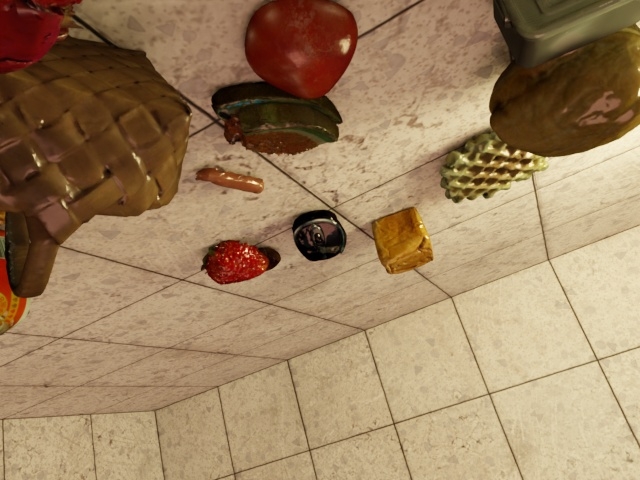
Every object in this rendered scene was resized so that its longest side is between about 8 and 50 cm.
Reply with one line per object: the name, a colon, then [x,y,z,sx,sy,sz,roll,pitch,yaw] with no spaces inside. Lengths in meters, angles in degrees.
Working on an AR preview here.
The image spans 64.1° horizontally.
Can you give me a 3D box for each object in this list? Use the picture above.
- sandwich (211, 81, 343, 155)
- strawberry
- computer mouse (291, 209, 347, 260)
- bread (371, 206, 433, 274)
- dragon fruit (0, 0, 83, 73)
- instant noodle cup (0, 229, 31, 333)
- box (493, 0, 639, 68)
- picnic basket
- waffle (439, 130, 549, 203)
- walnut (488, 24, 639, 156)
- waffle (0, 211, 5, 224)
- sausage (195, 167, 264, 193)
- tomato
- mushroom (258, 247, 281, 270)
sandwich: [-0.081,-0.198,0.884,0.159,0.079,0.235,-33,153,34]
strawberry: [-0.223,0.071,1.361,0.187,0.082,0.146,2,142,-21]
computer mouse: [0.000,0.000,1.373,0.137,0.096,0.233,-19,158,6]
bread: [0.238,0.005,1.495,0.158,0.143,0.149,-25,156,10]
dragon fruit: [-0.288,-0.249,0.311,0.329,0.329,0.329,-14,157,-6]
instant noodle cup: [-0.703,0.074,0.876,0.294,0.294,0.308,-26,163,21]
box: [0.364,-0.362,0.730,0.243,0.163,0.135,-23,166,12]
picnic basket: [-0.350,-0.084,0.630,0.337,0.293,0.337,-20,135,-21]
waffle: [0.440,-0.194,1.283,0.292,0.056,0.309,-23,156,15]
walnut: [0.445,-0.266,0.906,0.283,0.227,0.283,-5,161,-2]
waffle: [-0.517,-0.068,0.919,0.194,0.051,0.149,4,151,-40]
sausage: [-0.181,-0.122,1.046,0.158,0.036,0.042,7,136,-43]
tomato: [-0.028,-0.268,0.758,0.174,0.082,0.166,-4,155,-34]
mushroom: [-0.173,0.063,1.459,0.123,0.052,0.123,-15,160,-6]
